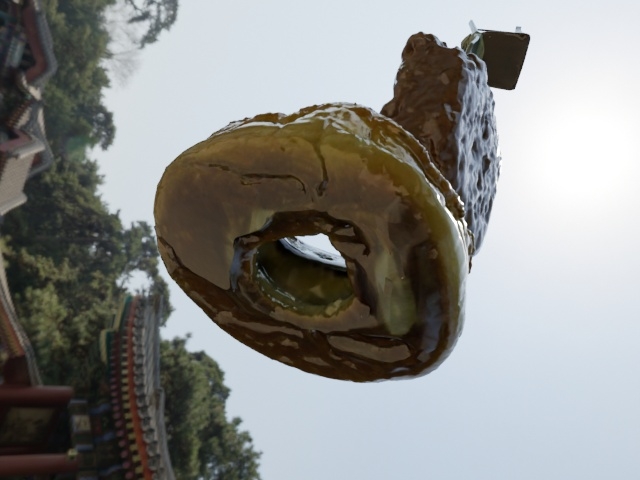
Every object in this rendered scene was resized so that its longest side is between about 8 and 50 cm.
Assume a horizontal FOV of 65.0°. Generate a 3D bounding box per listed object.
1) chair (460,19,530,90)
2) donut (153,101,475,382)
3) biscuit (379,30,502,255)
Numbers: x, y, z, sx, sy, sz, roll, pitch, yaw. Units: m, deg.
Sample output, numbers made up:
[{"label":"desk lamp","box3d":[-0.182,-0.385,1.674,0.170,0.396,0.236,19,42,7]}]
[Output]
[{"label":"chair","box3d":[0.472,-0.502,1.395,0.319,0.186,0.160,-71,171,-54]},{"label":"donut","box3d":[0.000,0.000,0.526,0.330,0.330,0.160,-30,-157,42]},{"label":"biscuit","box3d":[0.266,-0.180,1.052,0.166,0.395,0.343,6,-117,34]}]
